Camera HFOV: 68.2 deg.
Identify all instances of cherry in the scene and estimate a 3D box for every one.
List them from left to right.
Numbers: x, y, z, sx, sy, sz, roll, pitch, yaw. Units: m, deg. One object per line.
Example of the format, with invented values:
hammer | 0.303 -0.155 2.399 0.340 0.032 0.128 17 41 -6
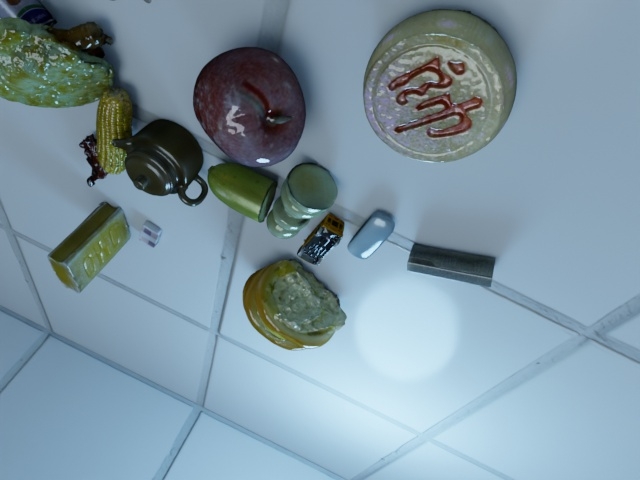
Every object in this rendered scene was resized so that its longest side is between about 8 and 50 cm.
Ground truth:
cherry | -0.138 -0.271 0.974 0.285 0.212 0.236 21 115 42

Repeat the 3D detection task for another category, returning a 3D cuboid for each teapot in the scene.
teapot | -0.418 -0.188 1.246 0.267 0.175 0.185 40 141 -15

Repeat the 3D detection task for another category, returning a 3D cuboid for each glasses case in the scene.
glasses case | 0.129 -0.009 1.230 0.067 0.045 0.178 31 141 -4
glasses case | 0.324 0.059 1.178 0.204 0.071 0.047 11 134 20

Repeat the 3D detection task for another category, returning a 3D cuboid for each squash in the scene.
squash | -0.212 -0.136 1.230 0.186 0.123 0.123 27 140 0

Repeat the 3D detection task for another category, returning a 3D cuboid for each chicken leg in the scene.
chicken leg | -0.681 -0.237 1.435 0.089 0.048 0.219 27 140 6

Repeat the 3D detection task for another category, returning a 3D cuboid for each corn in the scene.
corn | -0.548 -0.289 1.265 0.101 0.101 0.292 31 139 -4

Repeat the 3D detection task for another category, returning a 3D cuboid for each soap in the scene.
soap | -0.762 0.021 1.577 0.089 0.274 0.174 20 140 10

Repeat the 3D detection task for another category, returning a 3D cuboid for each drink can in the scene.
drink can | -0.723 -0.571 1.065 0.097 0.097 0.235 -13 126 38

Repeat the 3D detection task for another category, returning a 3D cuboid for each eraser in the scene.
eraser | -0.587 -0.020 1.631 0.064 0.026 0.105 31 140 -8

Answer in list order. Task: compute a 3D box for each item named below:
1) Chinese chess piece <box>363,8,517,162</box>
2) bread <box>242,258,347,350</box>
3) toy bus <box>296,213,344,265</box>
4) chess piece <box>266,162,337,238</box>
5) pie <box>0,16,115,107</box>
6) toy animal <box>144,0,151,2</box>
Chinese chess piece | 0.211 -0.272 0.857 0.269 0.112 0.270 15 137 14
bread | -0.112 0.226 1.491 0.316 0.211 0.270 47 138 -18
toy bus | 0.000 0.000 1.290 0.069 0.074 0.162 29 139 -13
chess piece | -0.066 -0.083 1.210 0.133 0.133 0.243 35 146 -9
pie | -0.628 -0.400 1.111 0.274 0.106 0.257 -7 156 -22
toy animal | -0.404 -0.524 0.952 0.150 0.083 0.089 16 121 39
